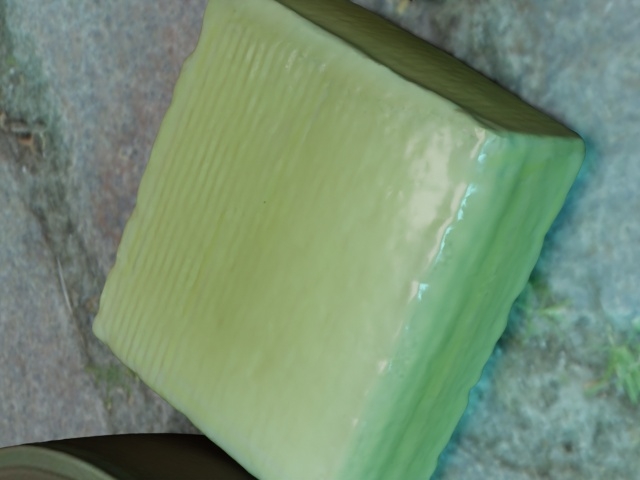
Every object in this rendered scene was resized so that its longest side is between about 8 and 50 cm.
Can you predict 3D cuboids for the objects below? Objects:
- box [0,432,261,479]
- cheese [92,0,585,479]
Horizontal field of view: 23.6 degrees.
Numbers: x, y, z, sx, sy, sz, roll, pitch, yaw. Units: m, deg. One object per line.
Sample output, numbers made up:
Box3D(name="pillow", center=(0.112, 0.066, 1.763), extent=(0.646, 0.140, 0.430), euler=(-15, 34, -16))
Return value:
Box3D(name="box", center=(-0.093, 0.261, 0.984), extent=(0.301, 0.216, 0.301), euler=(4, 97, 38))
Box3D(name="cheese", center=(0.000, 0.000, 0.956), extent=(0.242, 0.124, 0.265), euler=(37, 115, 35))
